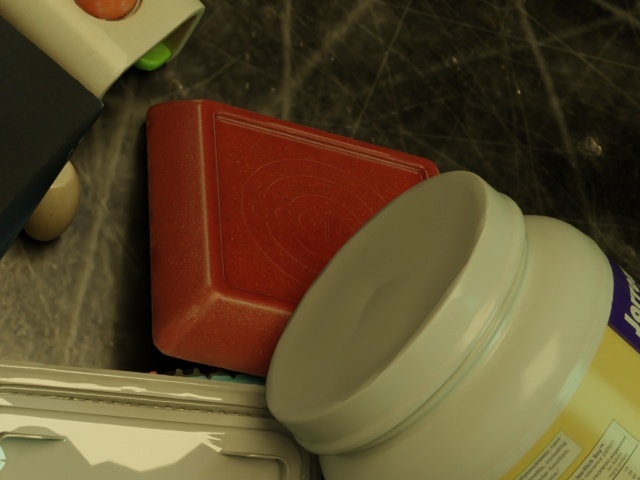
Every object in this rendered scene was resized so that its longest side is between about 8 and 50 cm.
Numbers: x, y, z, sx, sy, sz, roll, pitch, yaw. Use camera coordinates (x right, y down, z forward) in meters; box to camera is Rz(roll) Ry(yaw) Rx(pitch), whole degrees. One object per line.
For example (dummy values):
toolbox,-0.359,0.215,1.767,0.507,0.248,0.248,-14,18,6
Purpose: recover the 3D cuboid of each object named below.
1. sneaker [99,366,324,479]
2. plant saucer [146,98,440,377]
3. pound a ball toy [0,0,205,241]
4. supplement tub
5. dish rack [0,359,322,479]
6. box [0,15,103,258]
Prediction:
sneaker,-0.080,0.156,1.317,0.262,0.104,0.125,-5,71,-24
plant saucer,0.000,0.000,1.399,0.258,0.048,0.259,14,42,-20
pound a ball toy,-0.236,-0.186,1.392,0.319,0.136,0.208,45,58,3
supplement tub,0.151,0.134,1.241,0.331,0.241,0.241,41,57,-20
dish rack,-0.132,0.252,1.211,0.285,0.072,0.333,7,84,-20
box,-0.320,0.017,1.150,0.183,0.296,0.294,39,52,-4
